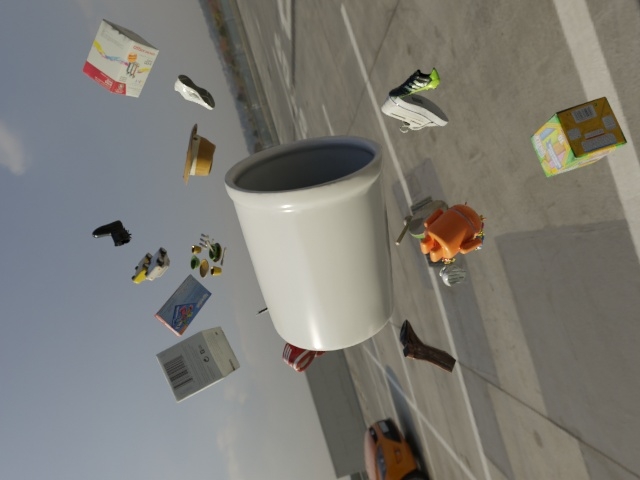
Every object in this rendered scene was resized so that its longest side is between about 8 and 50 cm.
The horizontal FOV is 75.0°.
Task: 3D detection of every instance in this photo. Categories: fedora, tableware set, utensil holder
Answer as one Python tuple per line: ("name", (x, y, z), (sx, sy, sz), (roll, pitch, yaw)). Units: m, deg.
("fedora", (-0.363, -0.255, 1.262), (0.194, 0.079, 0.194), (-170, 90, -72))
("tableware set", (-0.278, 0.044, 1.005), (0.154, 0.024, 0.103), (23, 102, 49))
("utensil holder", (0.000, 0.000, 0.934), (0.327, 0.328, 0.384), (-114, 10, -61))

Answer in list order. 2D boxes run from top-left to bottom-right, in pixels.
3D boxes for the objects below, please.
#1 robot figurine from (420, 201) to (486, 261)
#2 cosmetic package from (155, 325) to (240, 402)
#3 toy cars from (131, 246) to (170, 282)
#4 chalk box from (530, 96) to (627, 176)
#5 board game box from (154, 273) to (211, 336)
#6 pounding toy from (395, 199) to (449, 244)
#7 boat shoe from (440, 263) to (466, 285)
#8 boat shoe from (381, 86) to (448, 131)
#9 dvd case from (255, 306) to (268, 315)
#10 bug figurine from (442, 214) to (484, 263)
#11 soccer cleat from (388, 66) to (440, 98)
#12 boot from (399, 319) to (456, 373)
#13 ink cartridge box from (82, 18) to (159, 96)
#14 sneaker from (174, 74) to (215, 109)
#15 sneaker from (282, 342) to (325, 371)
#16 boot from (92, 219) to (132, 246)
("robot figurine", (0.424, -0.028, 1.341), (0.128, 0.219, 0.158), (51, 174, -20))
("cosmetic package", (-0.358, 0.362, 1.245), (0.151, 0.152, 0.183), (62, 180, 8))
("toy cars", (-0.778, 0.129, 1.946), (0.087, 0.176, 0.394), (38, 151, -27))
("chalk box", (0.665, -0.259, 1.111), (0.213, 0.133, 0.131), (48, -157, -79))
("board game box", (-0.624, 0.294, 1.918), (0.145, 0.027, 0.281), (47, -145, -15))
("pounding toy", (0.440, -0.051, 1.683), (0.110, 0.237, 0.182), (41, -130, -21))
("boat shoe", (0.519, 0.136, 1.686), (0.076, 0.083, 0.226), (25, -176, 33))
("boat shoe", (0.426, -0.572, 1.926), (0.156, 0.368, 0.135), (-43, 54, 43))
("dvd case", (-0.143, 0.244, 1.690), (0.221, 0.165, 0.018), (-31, 80, 42))
("bug figurine", (0.677, -0.004, 1.947), (0.072, 0.216, 0.279), (40, 146, -11))
("soccer cleat", (0.313, -0.535, 1.415), (0.072, 0.179, 0.060), (64, -146, -30))
("boot", (0.229, 0.225, 0.888), (0.106, 0.114, 0.037), (-83, 14, -53))
("ink cartridge box", (-0.628, -0.570, 1.316), (0.127, 0.176, 0.128), (36, -161, 7))
("sneaker", (-0.441, -0.513, 1.465), (0.152, 0.061, 0.053), (36, -131, -24))
("sneaker", (-0.057, 0.399, 1.605), (0.128, 0.221, 0.086), (19, 124, 37))
("boot", (-0.782, -0.017, 1.571), (0.099, 0.121, 0.045), (50, 154, 22))
